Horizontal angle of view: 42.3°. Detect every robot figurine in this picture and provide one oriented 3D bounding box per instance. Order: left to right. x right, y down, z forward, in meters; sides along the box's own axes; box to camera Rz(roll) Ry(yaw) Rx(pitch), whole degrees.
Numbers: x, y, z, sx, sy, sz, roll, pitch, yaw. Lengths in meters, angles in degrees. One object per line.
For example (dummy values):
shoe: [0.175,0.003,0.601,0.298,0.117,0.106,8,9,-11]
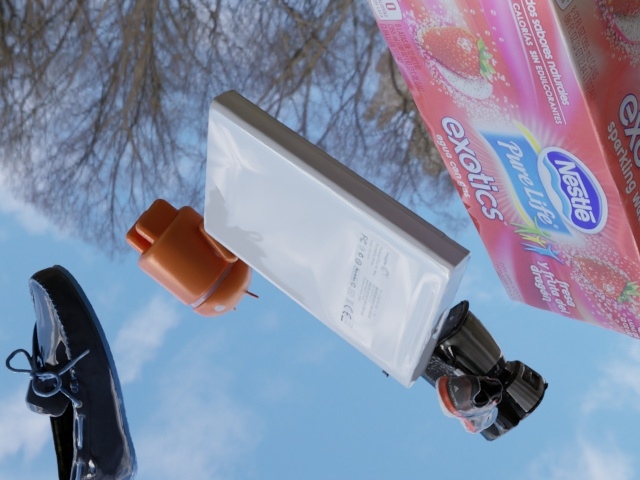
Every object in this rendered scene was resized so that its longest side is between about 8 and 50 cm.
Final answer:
robot figurine: [-0.197,0.033,1.304,0.219,0.158,0.128,41,-169,-14]

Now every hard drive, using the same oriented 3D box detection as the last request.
hard drive: [0.000,0.000,0.870,0.307,0.203,0.040,37,-128,22]

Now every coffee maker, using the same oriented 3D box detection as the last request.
coffee maker: [0.221,0.202,1.241,0.178,0.171,0.120,45,-126,-5]

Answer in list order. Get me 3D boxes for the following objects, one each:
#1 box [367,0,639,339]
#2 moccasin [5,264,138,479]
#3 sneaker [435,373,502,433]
box: [0.179,-0.091,0.566,0.154,0.300,0.142,-46,-144,-22]
moccasin: [-0.339,0.206,1.120,0.117,0.137,0.342,-22,-73,-32]
sneaker: [0.197,0.196,1.005,0.158,0.065,0.061,28,-135,-56]
